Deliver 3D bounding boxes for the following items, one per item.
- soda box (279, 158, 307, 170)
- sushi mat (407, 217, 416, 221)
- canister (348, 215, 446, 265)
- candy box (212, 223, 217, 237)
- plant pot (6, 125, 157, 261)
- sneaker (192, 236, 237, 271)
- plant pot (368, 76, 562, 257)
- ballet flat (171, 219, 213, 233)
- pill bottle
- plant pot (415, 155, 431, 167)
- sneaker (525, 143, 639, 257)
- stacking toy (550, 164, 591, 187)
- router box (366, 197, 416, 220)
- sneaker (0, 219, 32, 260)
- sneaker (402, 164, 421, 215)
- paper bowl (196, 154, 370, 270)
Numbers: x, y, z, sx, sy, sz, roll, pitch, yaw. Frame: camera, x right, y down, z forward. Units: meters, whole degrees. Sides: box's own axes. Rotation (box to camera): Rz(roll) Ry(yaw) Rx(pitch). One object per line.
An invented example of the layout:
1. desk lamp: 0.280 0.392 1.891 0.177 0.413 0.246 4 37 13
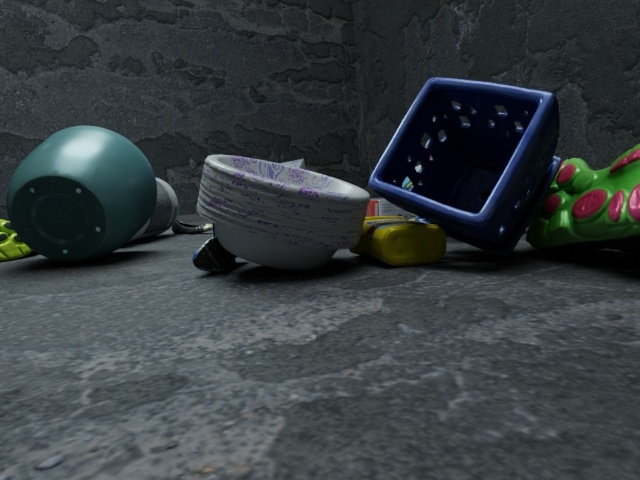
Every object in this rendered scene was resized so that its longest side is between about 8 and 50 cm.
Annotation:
1. soda box: -0.094 -0.087 1.100 0.098 0.091 0.286 -9 31 14
2. sushi mat: 0.290 -0.055 1.221 0.316 0.019 0.151 -18 10 -21
3. canister: 0.132 -0.002 0.854 0.126 0.073 0.170 -4 8 -16
4. candy box: -0.148 -0.070 1.369 0.317 0.122 0.268 -5 8 -10
5. plant pot: -0.532 -0.084 1.045 0.293 0.293 0.235 -4 24 -7
6. sneaker: -0.193 0.030 0.860 0.073 0.063 0.162 -25 3 12
7. plant pot: 0.263 -0.114 0.821 0.236 0.236 0.212 27 -6 41
8. ballet flat: -0.442 -0.048 1.628 0.173 0.049 0.057 0 8 23
9. pill bottle: -0.589 -0.098 1.450 0.204 0.204 0.361 -3 6 2
10. plant pot: 0.388 -0.195 1.429 0.201 0.201 0.180 -9 -6 -44
11. sneaker: 0.479 -0.032 0.733 0.202 0.185 0.483 28 3 0
12. stacking toy: 0.699 -0.142 1.269 0.279 0.130 0.309 1 18 -22
13. router box: 0.331 -0.125 1.815 0.335 0.082 0.301 -4 6 -12
14. sneaker: -0.790 0.004 1.211 0.123 0.109 0.295 -25 4 12
15. sneaker: 0.262 -0.134 1.286 0.208 0.127 0.319 -19 9 -32
16. paper bowl: -0.067 -0.045 0.816 0.284 0.148 0.284 13 12 -3
